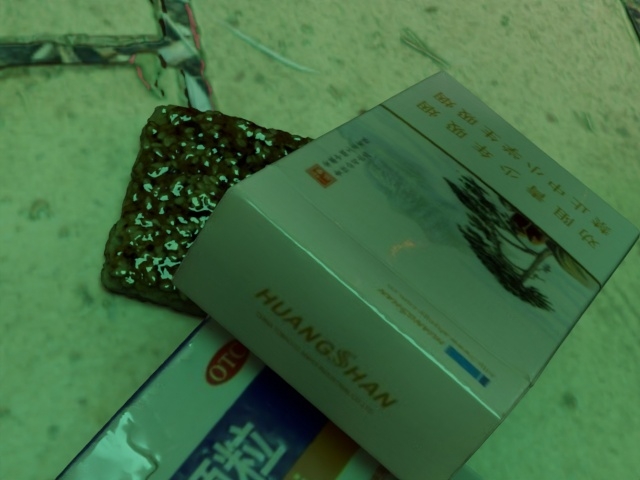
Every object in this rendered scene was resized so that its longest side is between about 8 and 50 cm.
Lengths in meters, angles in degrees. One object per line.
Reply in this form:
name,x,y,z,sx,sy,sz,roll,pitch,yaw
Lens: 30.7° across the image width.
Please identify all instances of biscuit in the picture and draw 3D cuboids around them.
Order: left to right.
biscuit,0.000,0.000,0.661,0.231,0.025,0.131,15,58,-8

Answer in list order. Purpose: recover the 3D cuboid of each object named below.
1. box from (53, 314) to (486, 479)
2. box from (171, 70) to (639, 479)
box,0.009,0.193,0.506,0.299,0.106,0.200,38,56,5
box,0.056,0.007,0.570,0.149,0.067,0.233,39,33,11
